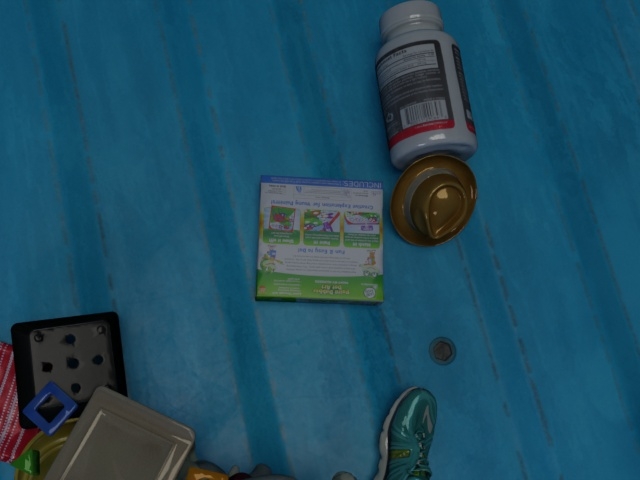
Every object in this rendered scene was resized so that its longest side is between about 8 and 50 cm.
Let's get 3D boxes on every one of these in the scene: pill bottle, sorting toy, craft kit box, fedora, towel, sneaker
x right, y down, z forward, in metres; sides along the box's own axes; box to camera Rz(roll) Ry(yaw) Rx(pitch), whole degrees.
[{"bbox_3d":[0.206,-0.313,1.522,0.176,0.176,0.319,-5,76,-8],"label":"pill bottle"},{"bbox_3d":[-0.307,0.347,1.147,0.347,0.047,0.196,22,71,10],"label":"sorting toy"},{"bbox_3d":[0.000,0.000,1.476,0.249,0.061,0.247,3,72,-6],"label":"craft kit box"},{"bbox_3d":[0.231,-0.068,1.466,0.194,0.079,0.194,-4,113,-9],"label":"fedora"},{"bbox_3d":[-0.616,0.271,1.339,0.275,0.031,0.199,16,73,-2],"label":"towel"},{"bbox_3d":[0.166,0.402,1.349,0.107,0.110,0.275,20,75,-23],"label":"sneaker"}]

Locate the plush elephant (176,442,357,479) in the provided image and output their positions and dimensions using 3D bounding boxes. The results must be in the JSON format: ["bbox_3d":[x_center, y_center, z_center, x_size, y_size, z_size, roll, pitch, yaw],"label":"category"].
[{"bbox_3d":[-0.140,0.454,1.232,0.330,0.255,0.272,-4,118,-25],"label":"plush elephant"}]

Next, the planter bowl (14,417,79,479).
[{"bbox_3d":[-0.403,0.415,1.253,0.217,0.090,0.217,-2,99,-13],"label":"planter bowl"}]

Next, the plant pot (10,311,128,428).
[{"bbox_3d":[-0.423,0.215,1.283,0.188,0.167,0.187,-5,80,-22],"label":"plant pot"}]
